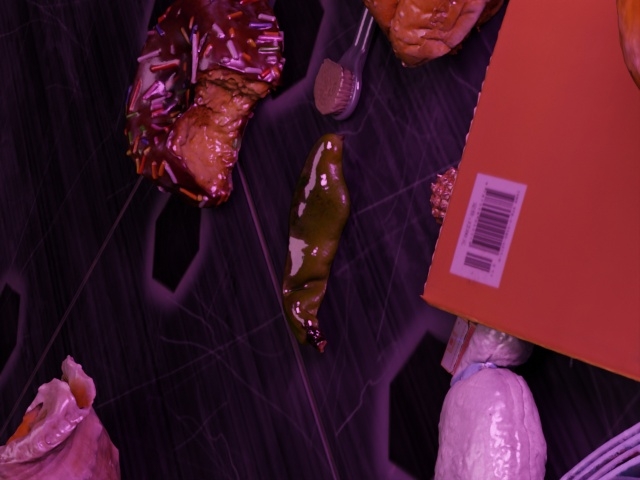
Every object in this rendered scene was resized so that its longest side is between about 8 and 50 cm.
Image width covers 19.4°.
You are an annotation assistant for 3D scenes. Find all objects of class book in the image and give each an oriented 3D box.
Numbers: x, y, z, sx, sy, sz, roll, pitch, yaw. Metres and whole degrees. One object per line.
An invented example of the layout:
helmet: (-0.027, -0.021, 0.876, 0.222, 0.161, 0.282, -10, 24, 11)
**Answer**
book: (0.219, -0.042, 1.255, 0.374, 0.028, 0.263, 19, 92, 54)

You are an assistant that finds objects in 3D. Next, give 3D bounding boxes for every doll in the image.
doll: (0.120, 0.156, 1.360, 0.103, 0.071, 0.214, -26, 58, 53)

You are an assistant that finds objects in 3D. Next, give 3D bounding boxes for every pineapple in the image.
pineapple: (0.138, -0.036, 1.430, 0.124, 0.058, 0.058, -9, 71, 55)

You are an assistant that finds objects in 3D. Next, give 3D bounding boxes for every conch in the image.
conch: (-0.292, 0.273, 1.966, 0.324, 0.186, 0.263, -47, 21, 23)

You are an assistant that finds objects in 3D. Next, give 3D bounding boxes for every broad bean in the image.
broad bean: (-0.005, 0.003, 1.682, 0.061, 0.046, 0.195, -1, 83, 50)

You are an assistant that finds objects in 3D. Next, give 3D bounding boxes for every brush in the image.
brush: (0.050, -0.236, 1.698, 0.062, 0.027, 0.266, 38, 112, 59)

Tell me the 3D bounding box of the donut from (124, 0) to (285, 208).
donut: (-0.127, -0.158, 1.917, 0.230, 0.096, 0.216, -58, 34, 33)

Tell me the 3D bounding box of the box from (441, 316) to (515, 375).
box: (0.122, 0.093, 1.446, 0.083, 0.012, 0.046, 39, 114, 58)

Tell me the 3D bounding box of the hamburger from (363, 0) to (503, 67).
hamburger: (0.085, -0.256, 1.541, 0.183, 0.130, 0.206, -58, 36, 37)

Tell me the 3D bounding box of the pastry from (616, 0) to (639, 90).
pastry: (0.298, -0.198, 1.056, 0.356, 0.163, 0.356, -25, 57, 46)

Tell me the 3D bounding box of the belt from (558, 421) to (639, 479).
belt: (0.191, 0.204, 1.107, 0.267, 0.116, 0.206, -35, 24, 45)
